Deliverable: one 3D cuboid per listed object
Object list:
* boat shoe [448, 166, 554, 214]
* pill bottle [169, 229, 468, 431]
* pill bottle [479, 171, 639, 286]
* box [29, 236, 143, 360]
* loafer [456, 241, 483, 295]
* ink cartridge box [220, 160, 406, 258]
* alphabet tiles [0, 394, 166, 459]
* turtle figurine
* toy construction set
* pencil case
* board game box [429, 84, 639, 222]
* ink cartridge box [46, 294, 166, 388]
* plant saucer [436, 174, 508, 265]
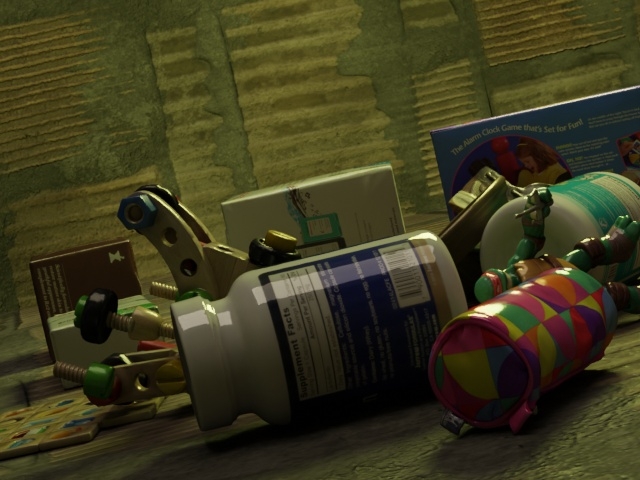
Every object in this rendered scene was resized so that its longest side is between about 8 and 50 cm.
[{"bbox_3d":[0.296,-0.034,1.919,0.103,0.092,0.285,33,-6,-42],"label":"boat shoe"},{"bbox_3d":[-0.001,0.090,1.346,0.264,0.153,0.153,-13,4,-8],"label":"pill bottle"},{"bbox_3d":[0.309,-0.001,1.678,0.146,0.146,0.264,-10,5,36],"label":"pill bottle"},{"bbox_3d":[-0.383,0.092,2.346,0.167,0.169,0.203,-12,3,-10],"label":"box"},{"bbox_3d":[0.224,0.017,1.882,0.084,0.096,0.267,-57,21,-20],"label":"loafer"},{"bbox_3d":[0.000,0.000,2.233,0.270,0.197,0.198,-12,5,4],"label":"ink cartridge box"},{"bbox_3d":[-0.347,0.219,1.631,0.342,0.011,0.285,-13,4,2],"label":"alphabet tiles"},{"bbox_3d":[0.241,0.035,1.450,0.234,0.175,0.118,-5,-21,-29],"label":"turtle figurine"},{"bbox_3d":[-0.116,0.096,1.578,0.237,0.258,0.309,13,-16,9],"label":"toy construction set"},{"bbox_3d":[0.177,0.091,1.211,0.104,0.104,0.236,-10,7,31],"label":"pencil case"},{"bbox_3d":[0.353,-0.082,2.033,0.347,0.233,0.078,-11,5,21],"label":"board game box"},{"bbox_3d":[-0.306,0.141,2.020,0.153,0.087,0.208,-14,5,-11],"label":"ink cartridge box"},{"bbox_3d":[0.134,0.029,1.729,0.278,0.041,0.278,-44,-2,-2],"label":"plant saucer"}]
